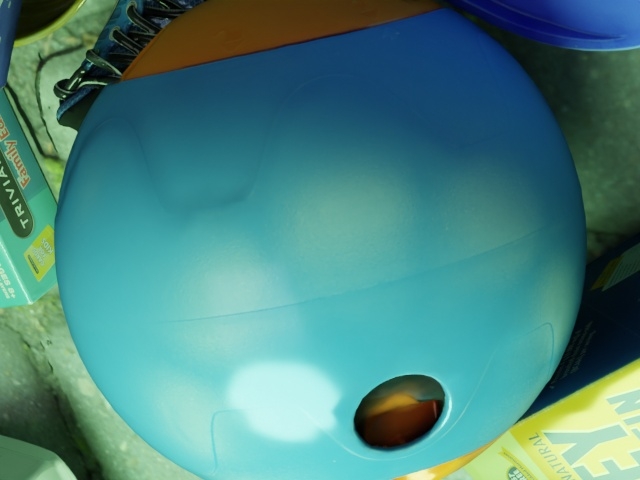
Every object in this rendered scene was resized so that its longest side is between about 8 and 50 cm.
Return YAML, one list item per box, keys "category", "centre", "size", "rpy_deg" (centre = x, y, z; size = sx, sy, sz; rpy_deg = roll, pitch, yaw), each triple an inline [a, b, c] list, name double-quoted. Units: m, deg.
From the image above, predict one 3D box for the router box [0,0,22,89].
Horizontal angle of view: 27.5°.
- category: "router box"
  centre: [-0.303, -0.272, 0.742]
  size: [0.301, 0.082, 0.335]
  rpy_deg: [16, 113, -1]

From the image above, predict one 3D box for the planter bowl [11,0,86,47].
- category: "planter bowl"
  centre: [-0.192, -0.239, 0.857]
  size: [0.217, 0.090, 0.217]
  rpy_deg: [8, 108, 28]

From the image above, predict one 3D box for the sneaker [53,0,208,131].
- category: "sneaker"
  centre: [-0.087, -0.116, 0.851]
  size: [0.130, 0.147, 0.330]
  rpy_deg: [25, 127, 13]

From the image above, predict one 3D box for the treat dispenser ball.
- category: "treat dispenser ball"
  centre: [0.000, 0.000, 0.717]
  size: [0.288, 0.288, 0.288]
  rpy_deg: [14, 124, 21]

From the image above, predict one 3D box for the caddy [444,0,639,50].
- category: "caddy"
  centre: [0.099, -0.256, 0.651]
  size: [0.341, 0.179, 0.241]
  rpy_deg: [28, 150, 10]

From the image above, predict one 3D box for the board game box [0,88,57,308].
- category: "board game box"
  centre: [-0.394, -0.055, 1.099]
  size: [0.336, 0.079, 0.253]
  rpy_deg: [-8, 114, 32]

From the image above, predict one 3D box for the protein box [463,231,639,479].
- category: "protein box"
  centre: [0.222, 0.080, 0.767]
  size: [0.136, 0.200, 0.201]
  rpy_deg: [48, 130, -6]

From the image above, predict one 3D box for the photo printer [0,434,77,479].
- category: "photo printer"
  centre: [-0.249, 0.327, 1.195]
  size: [0.256, 0.107, 0.307]
  rpy_deg: [-2, 120, 54]
